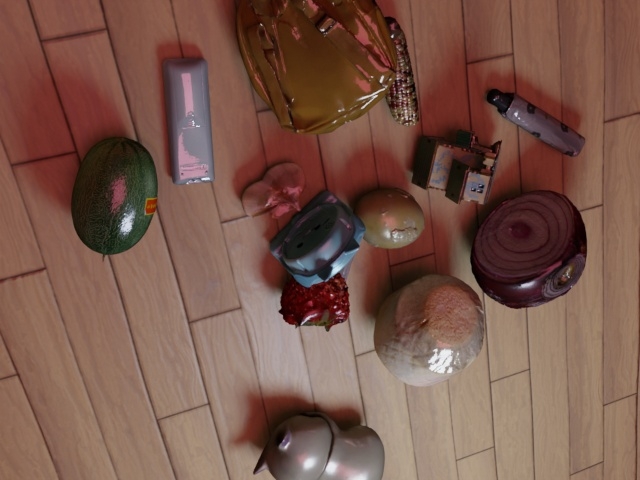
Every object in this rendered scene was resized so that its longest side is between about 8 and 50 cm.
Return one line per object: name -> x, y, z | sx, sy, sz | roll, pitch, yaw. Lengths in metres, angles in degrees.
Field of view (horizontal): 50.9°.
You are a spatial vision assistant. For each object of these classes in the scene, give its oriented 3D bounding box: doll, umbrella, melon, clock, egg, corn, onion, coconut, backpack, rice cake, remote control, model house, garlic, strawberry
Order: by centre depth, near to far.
melon -> -0.461, -0.088, 1.502 | 0.182, 0.182, 0.287 | 13, 104, -22
backpack -> -0.003, -0.437, 1.503 | 0.354, 0.201, 0.378 | -20, 117, 15
remote control -> -0.303, -0.273, 1.564 | 0.103, 0.051, 0.293 | -7, 112, -17
clock -> 0.000, 0.000, 1.640 | 0.223, 0.274, 0.094 | -46, 116, -1
garlic -> -0.112, -0.115, 1.663 | 0.175, 0.099, 0.124 | -31, 101, -6
corn -> 0.190, -0.403, 1.670 | 0.086, 0.086, 0.253 | -23, 117, -10
model house -> 0.350, -0.200, 1.745 | 0.207, 0.271, 0.178 | 13, 109, 14
egg -> 0.177, -0.056, 1.748 | 0.202, 0.164, 0.164 | 7, 106, -29
strawberry -> -0.014, 0.136, 1.750 | 0.187, 0.184, 0.201 | 2, 83, -1
rice cake -> 0.069, 0.039, 1.754 | 0.036, 0.047, 0.206 | -39, 156, -40
coconut -> 0.292, 0.242, 1.837 | 0.329, 0.329, 0.328 | -6, 110, -17
umbrella -> 0.591, -0.326, 1.843 | 0.337, 0.067, 0.073 | 24, 88, -23
onion -> 0.592, 0.045, 1.864 | 0.336, 0.282, 0.260 | -51, 137, -7
doll -> 0.017, 0.613, 1.904 | 0.370, 0.226, 0.215 | 29, 128, -16
